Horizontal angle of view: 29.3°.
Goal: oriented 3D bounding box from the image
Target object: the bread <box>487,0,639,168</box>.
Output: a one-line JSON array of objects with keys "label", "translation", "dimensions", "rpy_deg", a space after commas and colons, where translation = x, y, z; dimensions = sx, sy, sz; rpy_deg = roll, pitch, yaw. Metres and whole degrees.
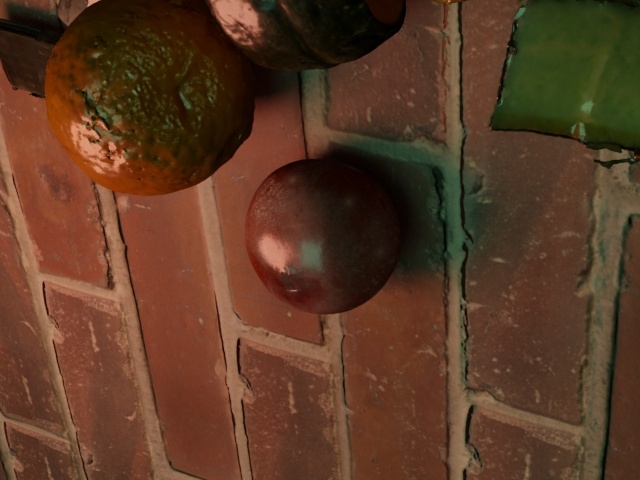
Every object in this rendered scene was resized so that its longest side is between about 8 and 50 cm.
[{"label": "bread", "translation": [0.404, -0.210, 1.595], "dimensions": [0.315, 0.279, 0.248], "rpy_deg": [28, 127, 30]}]

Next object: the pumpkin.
[{"label": "pumpkin", "translation": [-0.028, -0.386, 1.736], "dimensions": [0.225, 0.256, 0.303], "rpy_deg": [-21, 103, 28]}]

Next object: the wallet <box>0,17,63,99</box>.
[{"label": "wallet", "translation": [-0.457, -0.308, 2.227], "dimensions": [0.317, 0.044, 0.169], "rpy_deg": [17, 144, 26]}]

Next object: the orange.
[{"label": "orange", "translation": [-0.279, -0.239, 1.982], "dimensions": [0.340, 0.340, 0.293], "rpy_deg": [62, 161, -18]}]

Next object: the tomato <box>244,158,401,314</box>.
[{"label": "tomato", "translation": [0.000, 0.000, 2.036], "dimensions": [0.270, 0.227, 0.270], "rpy_deg": [18, 132, 21]}]

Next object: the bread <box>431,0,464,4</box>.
[{"label": "bread", "translation": [0.169, -0.441, 1.654], "dimensions": [0.268, 0.146, 0.268], "rpy_deg": [16, 125, 24]}]

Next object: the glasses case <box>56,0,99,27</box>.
[{"label": "glasses case", "translation": [-0.367, -0.474, 2.048], "dimensions": [0.114, 0.060, 0.299], "rpy_deg": [31, 134, 2]}]
